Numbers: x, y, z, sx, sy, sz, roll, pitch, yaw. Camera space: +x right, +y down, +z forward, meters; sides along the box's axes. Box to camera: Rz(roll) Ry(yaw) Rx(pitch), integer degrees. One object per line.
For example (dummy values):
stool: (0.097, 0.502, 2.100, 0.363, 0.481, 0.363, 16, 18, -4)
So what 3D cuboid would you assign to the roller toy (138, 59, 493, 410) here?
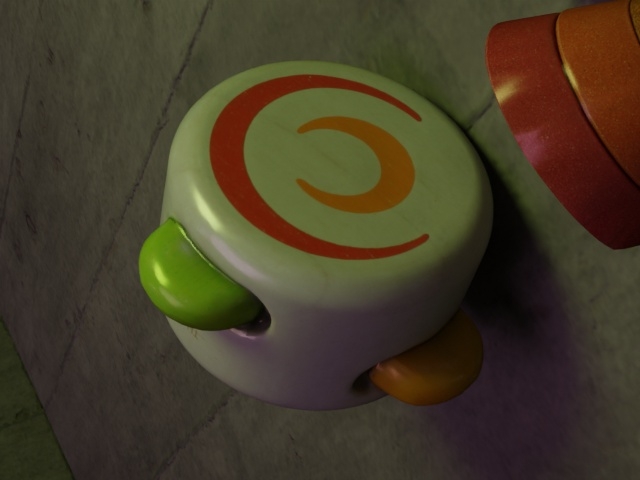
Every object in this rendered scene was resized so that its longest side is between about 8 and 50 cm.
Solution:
roller toy: (0.000, 0.000, 0.670, 0.146, 0.209, 0.191, 107, 170, -49)

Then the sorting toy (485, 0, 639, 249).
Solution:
sorting toy: (0.105, -0.184, 0.487, 0.126, 0.127, 0.365, -31, 77, 32)
